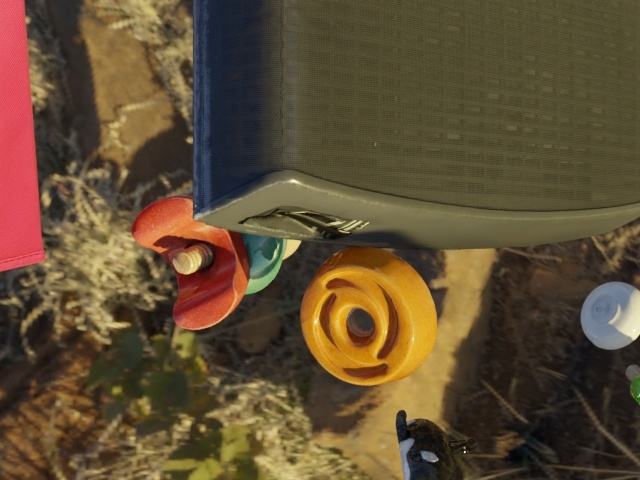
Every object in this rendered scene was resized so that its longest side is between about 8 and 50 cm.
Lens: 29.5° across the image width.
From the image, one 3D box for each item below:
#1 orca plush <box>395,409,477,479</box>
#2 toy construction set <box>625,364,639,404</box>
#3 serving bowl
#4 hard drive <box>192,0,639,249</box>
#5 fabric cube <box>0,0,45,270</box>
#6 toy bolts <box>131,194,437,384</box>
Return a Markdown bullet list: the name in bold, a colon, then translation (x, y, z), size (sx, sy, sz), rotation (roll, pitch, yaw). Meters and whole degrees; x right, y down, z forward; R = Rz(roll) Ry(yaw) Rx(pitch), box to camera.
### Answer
- **orca plush**: translation (0.161, 0.296, 1.611), size (0.102, 0.287, 0.151), rotation (-10, 78, 3)
- **toy construction set**: translation (0.513, 0.204, 1.193), size (0.257, 0.237, 0.309), rotation (-38, 107, 5)
- **serving bowl**: translation (0.341, 0.085, 1.433), size (0.083, 0.027, 0.083), rotation (-22, 56, 36)
- **hard drive**: translation (0.062, -0.082, 0.531), size (0.054, 0.254, 0.172), rotation (-1, 88, 51)
- **fabric cube**: translation (-0.387, -0.103, 0.912), size (0.259, 0.254, 0.258), rotation (13, 110, 44)
- **toy bolts**: translation (0.000, 0.000, 0.931), size (0.228, 0.158, 0.218), rotation (-19, 94, 31)
